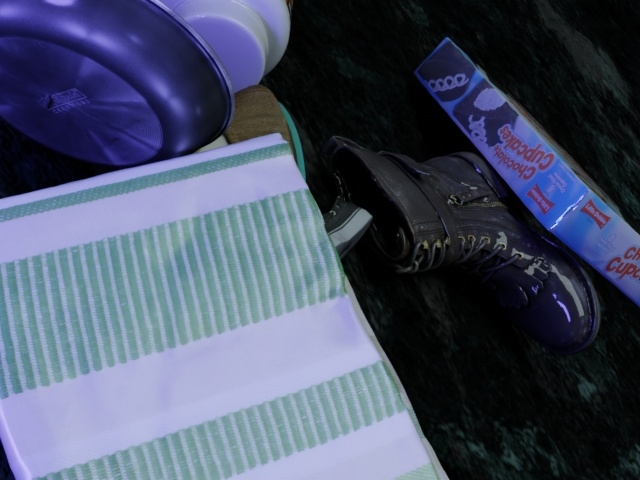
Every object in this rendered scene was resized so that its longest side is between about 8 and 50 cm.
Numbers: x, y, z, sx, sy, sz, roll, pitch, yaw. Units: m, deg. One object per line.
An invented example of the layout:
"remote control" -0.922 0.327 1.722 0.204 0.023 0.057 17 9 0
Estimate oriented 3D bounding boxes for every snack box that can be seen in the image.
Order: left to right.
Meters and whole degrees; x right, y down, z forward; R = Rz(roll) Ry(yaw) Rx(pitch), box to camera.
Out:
"snack box" 0.232 -0.075 1.377 0.187 0.060 0.322 34 16 -39

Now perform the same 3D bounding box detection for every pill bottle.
"pill bottle" -0.080 -0.207 1.098 0.117 0.117 0.215 38 32 -26

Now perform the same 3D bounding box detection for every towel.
"towel" -0.064 0.099 0.766 0.248 0.038 0.325 -15 70 -28

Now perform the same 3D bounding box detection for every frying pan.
"frying pan" -0.170 -0.139 0.773 0.326 0.197 0.053 60 43 -52

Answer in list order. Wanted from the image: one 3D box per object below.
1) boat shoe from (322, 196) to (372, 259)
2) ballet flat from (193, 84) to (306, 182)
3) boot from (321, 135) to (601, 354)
"boat shoe" 0.000 0.000 1.071 0.040 0.049 0.142 36 26 7
"ballet flat" -0.069 0.015 0.904 0.124 0.116 0.342 10 52 -29
"boot" 0.126 0.011 1.208 0.263 0.091 0.229 51 27 19
